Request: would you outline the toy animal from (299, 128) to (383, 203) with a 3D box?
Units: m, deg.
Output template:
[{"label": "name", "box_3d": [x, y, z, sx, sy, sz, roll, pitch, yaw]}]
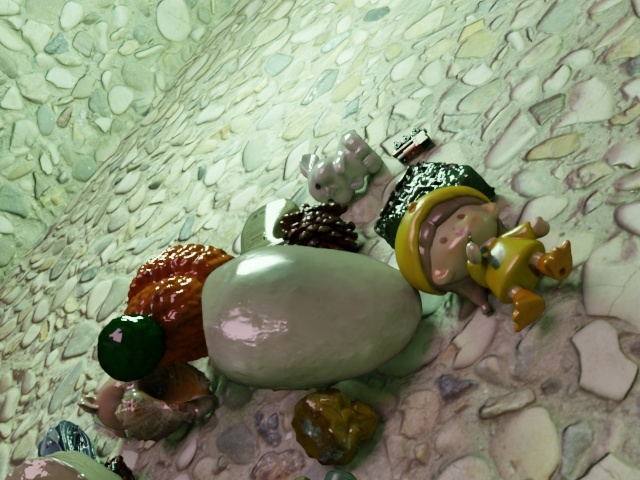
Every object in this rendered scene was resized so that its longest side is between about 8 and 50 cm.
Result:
[{"label": "toy animal", "box_3d": [0.051, -0.185, 1.969, 0.193, 0.127, 0.178, -39, 29, 16]}]

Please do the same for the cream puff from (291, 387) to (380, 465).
[{"label": "cream puff", "box_3d": [0.028, 0.325, 1.411, 0.116, 0.146, 0.146, -19, 11, -37]}]

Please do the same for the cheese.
[{"label": "cheese", "box_3d": [-0.505, 0.586, 1.541, 0.292, 0.332, 0.153, -41, -14, -2]}]

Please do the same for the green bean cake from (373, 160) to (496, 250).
[{"label": "green bean cake", "box_3d": [0.231, -0.066, 1.620, 0.208, 0.107, 0.193, 12, 62, 55]}]

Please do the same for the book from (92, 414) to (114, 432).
[{"label": "book", "box_3d": [-0.536, 0.443, 2.085, 0.172, 0.012, 0.118, 1, 55, 52]}]

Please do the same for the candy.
[{"label": "candy", "box_3d": [-0.022, 0.122, 1.493, 0.427, 0.186, 0.386, 1, 30, 7]}]

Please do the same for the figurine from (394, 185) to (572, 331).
[{"label": "figurine", "box_3d": [0.273, 0.026, 1.390, 0.215, 0.187, 0.344, -42, 35, -9]}]

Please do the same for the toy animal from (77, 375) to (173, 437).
[{"label": "toy animal", "box_3d": [-0.453, 0.352, 1.942, 0.250, 0.166, 0.154, -52, 20, -21]}]

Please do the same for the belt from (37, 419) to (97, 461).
[{"label": "belt", "box_3d": [-0.623, 0.541, 1.971, 0.128, 0.122, 0.218, -45, 36, 1]}]

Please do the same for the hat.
[{"label": "hat", "box_3d": [-0.320, 0.141, 1.673, 0.285, 0.285, 0.400, -40, -6, 12]}]

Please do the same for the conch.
[{"label": "conch", "box_3d": [-0.352, 0.361, 1.805, 0.245, 0.178, 0.163, -10, 6, 9]}]

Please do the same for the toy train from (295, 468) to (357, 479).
[{"label": "toy train", "box_3d": [-0.045, 0.536, 1.226, 0.237, 0.150, 0.369, -23, 36, 46]}]

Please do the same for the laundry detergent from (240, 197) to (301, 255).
[{"label": "laundry detergent", "box_3d": [-0.125, 0.012, 1.995, 0.181, 0.091, 0.253, -26, 35, 21]}]

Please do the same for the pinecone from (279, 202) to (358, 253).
[{"label": "pinecone", "box_3d": [-0.001, -0.004, 1.788, 0.179, 0.150, 0.195, -16, 30, -4]}]

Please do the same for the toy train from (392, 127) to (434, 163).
[{"label": "toy train", "box_3d": [0.218, -0.224, 1.889, 0.103, 0.044, 0.064, -37, 42, 17]}]

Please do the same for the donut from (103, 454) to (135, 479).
[{"label": "donut", "box_3d": [-0.504, 0.584, 1.741, 0.235, 0.089, 0.235, -44, 5, 5]}]

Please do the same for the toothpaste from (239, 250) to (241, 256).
[{"label": "toothpaste", "box_3d": [-0.208, 0.041, 2.136, 0.037, 0.021, 0.140, -24, 39, 33]}]
